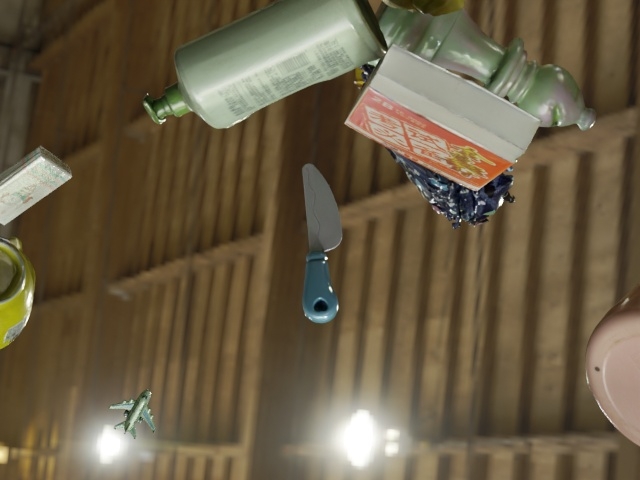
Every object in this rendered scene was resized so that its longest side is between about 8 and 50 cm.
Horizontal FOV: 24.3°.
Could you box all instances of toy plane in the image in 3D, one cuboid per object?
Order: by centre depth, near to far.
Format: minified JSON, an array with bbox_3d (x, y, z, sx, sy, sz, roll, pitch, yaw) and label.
[{"bbox_3d":[-0.283,0.263,2.288,0.083,0.080,0.033,-60,-176,9],"label":"toy plane"}]

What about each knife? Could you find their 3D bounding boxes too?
[{"bbox_3d":[0.002,0.000,2.131,0.032,0.058,0.244,71,18,-68],"label":"knife"}]

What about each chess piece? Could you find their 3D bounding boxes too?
[{"bbox_3d":[0.187,-0.197,1.650,0.139,0.272,0.139,-59,-175,8],"label":"chess piece"}]

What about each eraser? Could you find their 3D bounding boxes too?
[{"bbox_3d":[0.112,-0.114,1.439,0.038,0.157,0.230,-63,-178,-9],"label":"eraser"}]

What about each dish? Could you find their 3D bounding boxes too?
[{"bbox_3d":[-0.409,0.049,1.809,0.080,0.149,0.207,-43,-166,47],"label":"dish"}]

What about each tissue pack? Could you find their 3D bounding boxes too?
[{"bbox_3d":[-0.348,-0.063,1.734,0.108,0.056,0.023,-34,-132,17],"label":"tissue pack"}]

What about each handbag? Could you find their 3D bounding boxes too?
[{"bbox_3d":[0.140,-0.132,1.897,0.260,0.113,0.162,50,-9,26],"label":"handbag"}]

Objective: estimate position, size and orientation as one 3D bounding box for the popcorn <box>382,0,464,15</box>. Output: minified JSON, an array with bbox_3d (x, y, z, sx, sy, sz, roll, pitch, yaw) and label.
[{"bbox_3d":[0.124,-0.330,1.461,0.212,0.259,0.259,-82,-163,-54],"label":"popcorn"}]

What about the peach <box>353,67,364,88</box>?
[{"bbox_3d":[0.113,-0.306,2.461,0.151,0.118,0.151,-1,90,-78],"label":"peach"}]

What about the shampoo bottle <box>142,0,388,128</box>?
[{"bbox_3d":[-0.061,-0.171,1.425,0.234,0.118,0.087,-24,-104,11],"label":"shampoo bottle"}]

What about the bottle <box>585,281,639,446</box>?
[{"bbox_3d":[0.401,0.087,1.498,0.173,0.297,0.206,31,-46,22],"label":"bottle"}]
